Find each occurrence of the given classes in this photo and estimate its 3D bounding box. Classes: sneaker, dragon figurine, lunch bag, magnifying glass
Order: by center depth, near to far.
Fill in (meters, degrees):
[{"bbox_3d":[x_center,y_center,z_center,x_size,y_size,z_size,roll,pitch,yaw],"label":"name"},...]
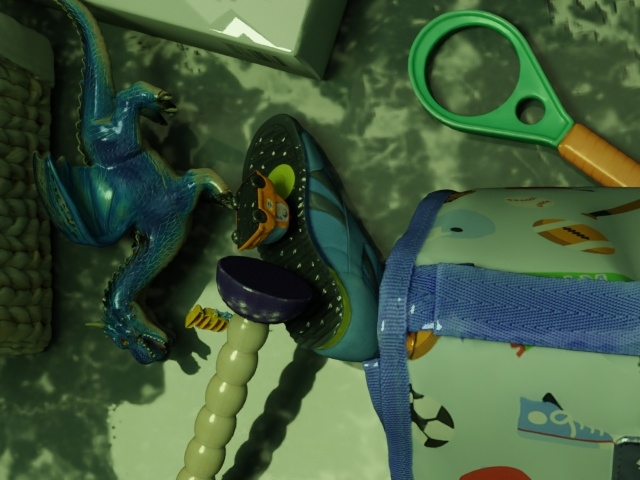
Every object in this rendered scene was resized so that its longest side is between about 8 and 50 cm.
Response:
[{"bbox_3d":[0.216,0.079,0.911,0.328,0.385,0.239,4,82,12],"label":"lunch bag"},{"bbox_3d":[-0.163,-0.044,1.133,0.144,0.085,0.289,-35,103,-14],"label":"dragon figurine"},{"bbox_3d":[0.165,-0.091,1.136,0.231,0.026,0.092,37,90,15],"label":"magnifying glass"},{"bbox_3d":[0.000,0.000,1.145,0.069,0.082,0.209,-38,55,30],"label":"sneaker"}]

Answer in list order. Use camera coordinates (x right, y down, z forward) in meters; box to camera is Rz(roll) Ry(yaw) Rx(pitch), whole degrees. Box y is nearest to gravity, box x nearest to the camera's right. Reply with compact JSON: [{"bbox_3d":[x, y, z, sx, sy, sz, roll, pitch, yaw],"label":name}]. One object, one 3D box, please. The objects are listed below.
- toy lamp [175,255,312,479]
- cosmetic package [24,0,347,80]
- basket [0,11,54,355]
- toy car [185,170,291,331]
[{"bbox_3d":[-0.079,0.150,1.092,0.080,0.080,0.275,25,109,15],"label":"toy lamp"},{"bbox_3d":[-0.137,-0.313,1.200,0.377,0.097,0.284,17,88,15],"label":"cosmetic package"},{"bbox_3d":[-0.395,-0.042,1.104,0.328,0.331,0.266,-4,86,12],"label":"basket"},{"bbox_3d":[-0.059,0.010,1.120,0.122,0.040,0.060,-57,31,28],"label":"toy car"}]
